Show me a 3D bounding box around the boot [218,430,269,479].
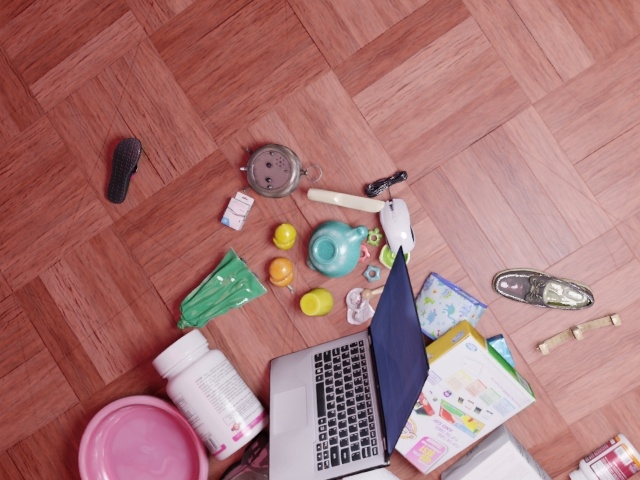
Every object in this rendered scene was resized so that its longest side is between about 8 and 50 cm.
[{"bbox_3d":[-0.153,0.596,1.772,0.161,0.083,0.246,41,99,0],"label":"boot"}]

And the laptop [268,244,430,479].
[{"bbox_3d":[0.037,0.267,1.544,0.408,0.382,0.236,-18,125,10],"label":"laptop"}]

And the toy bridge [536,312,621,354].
[{"bbox_3d":[0.573,0.207,1.641,0.188,0.063,0.026,-24,88,11],"label":"toy bridge"}]

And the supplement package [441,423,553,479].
[{"bbox_3d":[0.409,0.563,1.637,0.194,0.149,0.203,-41,85,8],"label":"supplement package"}]

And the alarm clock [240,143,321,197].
[{"bbox_3d":[-0.092,-0.165,1.744,0.192,0.064,0.129,3,92,6],"label":"alarm clock"}]

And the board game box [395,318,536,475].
[{"bbox_3d":[0.276,0.354,1.629,0.316,0.064,0.242,-39,110,16],"label":"board game box"}]

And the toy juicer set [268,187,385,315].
[{"bbox_3d":[0.000,0.000,1.725,0.209,0.089,0.329,35,106,20],"label":"toy juicer set"}]

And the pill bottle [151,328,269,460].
[{"bbox_3d":[-0.262,0.361,1.737,0.160,0.160,0.283,-38,86,9],"label":"pill bottle"}]

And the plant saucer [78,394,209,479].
[{"bbox_3d":[-0.429,0.541,1.811,0.332,0.084,0.332,0,91,9],"label":"plant saucer"}]

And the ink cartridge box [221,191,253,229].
[{"bbox_3d":[-0.201,-0.072,1.779,0.048,0.028,0.083,25,95,8],"label":"ink cartridge box"}]

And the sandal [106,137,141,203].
[{"bbox_3d":[-0.487,-0.177,1.823,0.067,0.040,0.179,28,111,13],"label":"sandal"}]

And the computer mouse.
[{"bbox_3d":[0.171,-0.063,1.684,0.106,0.042,0.193,-17,71,9],"label":"computer mouse"}]

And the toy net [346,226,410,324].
[{"bbox_3d":[0.112,0.091,1.724,0.122,0.045,0.232,30,97,7],"label":"toy net"}]

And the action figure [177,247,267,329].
[{"bbox_3d":[-0.259,0.139,1.778,0.232,0.063,0.137,-38,88,5],"label":"action figure"}]

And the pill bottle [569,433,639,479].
[{"bbox_3d":[0.636,0.506,1.630,0.152,0.086,0.086,-38,86,9],"label":"pill bottle"}]

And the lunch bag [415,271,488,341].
[{"bbox_3d":[0.282,0.161,1.675,0.151,0.096,0.128,34,98,36],"label":"lunch bag"}]

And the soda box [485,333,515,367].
[{"bbox_3d":[0.333,0.287,1.683,0.210,0.067,0.071,-22,88,10],"label":"soda box"}]

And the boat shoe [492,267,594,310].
[{"bbox_3d":[0.502,0.111,1.644,0.224,0.073,0.080,11,94,9],"label":"boat shoe"}]

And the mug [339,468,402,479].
[{"bbox_3d":[0.096,0.696,1.604,0.328,0.276,0.374,36,60,-3],"label":"mug"}]
